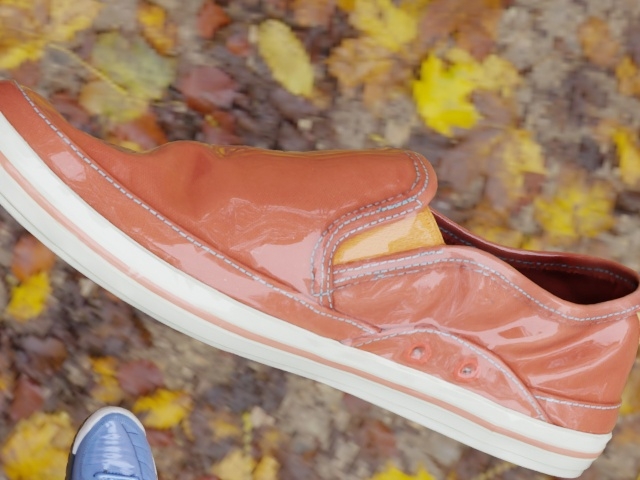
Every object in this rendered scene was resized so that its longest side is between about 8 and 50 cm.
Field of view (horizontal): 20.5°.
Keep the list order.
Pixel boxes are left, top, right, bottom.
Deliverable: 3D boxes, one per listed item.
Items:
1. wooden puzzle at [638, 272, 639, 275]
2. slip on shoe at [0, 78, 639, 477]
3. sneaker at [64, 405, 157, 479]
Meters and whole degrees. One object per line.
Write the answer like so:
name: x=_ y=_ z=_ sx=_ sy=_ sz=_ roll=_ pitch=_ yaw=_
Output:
wooden puzzle: x=0.143 y=0.050 z=1.012 sx=0.116 sy=0.014 sz=0.078 roll=-19 pitch=128 yaw=-8
slip on shoe: x=0.000 y=0.000 z=0.733 sx=0.331 sy=0.123 sz=0.101 roll=23 pitch=100 yaw=-25
sneaker: x=-0.154 y=0.232 z=1.363 sx=0.080 sy=0.081 sz=0.211 roll=2 pitch=79 yaw=-20
